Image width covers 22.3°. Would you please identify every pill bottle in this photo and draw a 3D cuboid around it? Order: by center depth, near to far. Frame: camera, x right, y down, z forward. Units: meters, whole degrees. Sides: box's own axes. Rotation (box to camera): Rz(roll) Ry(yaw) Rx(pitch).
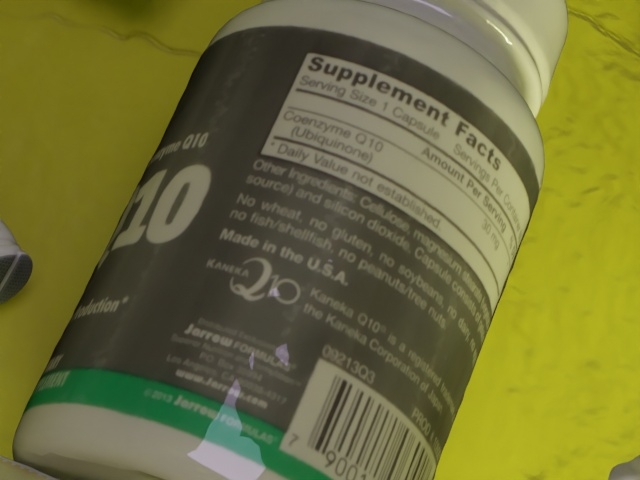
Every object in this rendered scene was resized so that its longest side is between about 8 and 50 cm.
[{"bbox_3d":[0.000,0.000,0.877,0.204,0.204,0.361,24,64,-1],"label":"pill bottle"}]

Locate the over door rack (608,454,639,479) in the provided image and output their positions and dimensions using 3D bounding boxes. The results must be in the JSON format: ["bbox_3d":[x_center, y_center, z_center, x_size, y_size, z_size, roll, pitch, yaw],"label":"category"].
[{"bbox_3d":[0.122,0.277,0.825,0.324,0.108,0.239,-32,77,-5],"label":"over door rack"}]

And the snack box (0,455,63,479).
[{"bbox_3d":[-0.192,0.157,0.718,0.322,0.060,0.187,16,24,30],"label":"snack box"}]

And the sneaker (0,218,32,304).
[{"bbox_3d":[-0.241,0.024,0.905,0.152,0.053,0.061,-21,57,-22],"label":"sneaker"}]
